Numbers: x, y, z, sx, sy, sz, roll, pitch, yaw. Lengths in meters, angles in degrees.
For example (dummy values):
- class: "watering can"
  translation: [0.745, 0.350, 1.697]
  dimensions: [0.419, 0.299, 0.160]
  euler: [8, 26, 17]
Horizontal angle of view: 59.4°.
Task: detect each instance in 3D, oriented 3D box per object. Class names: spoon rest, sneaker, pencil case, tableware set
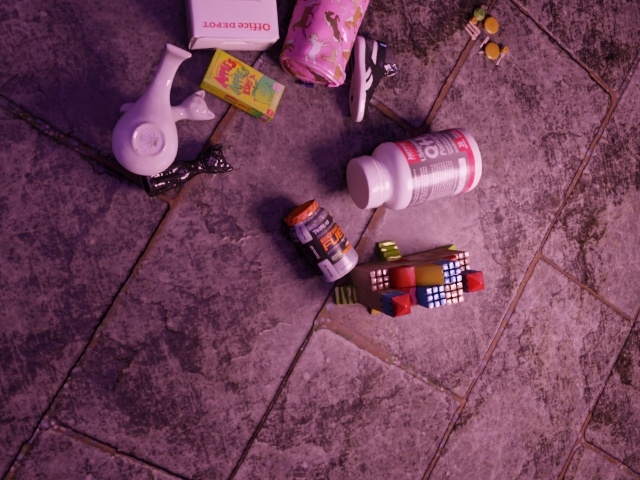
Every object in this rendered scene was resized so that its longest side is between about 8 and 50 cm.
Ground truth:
- class: "spoon rest"
  translation: [-0.350, -0.274, 1.196]
  dimensions: [0.137, 0.084, 0.276]
  euler: [19, 92, -28]
- class: "sneaker"
  translation: [0.143, -0.412, 1.445]
  dimensions: [0.121, 0.079, 0.217]
  euler: [1, 92, -19]
- class: "pencil case"
  translation: [0.035, -0.565, 1.356]
  dimensions: [0.160, 0.167, 0.386]
  euler: [18, 86, 20]
- class: "tableware set"
  translation: [0.473, -0.579, 1.590]
  dimensions: [0.154, 0.024, 0.104]
  euler: [40, 77, -17]

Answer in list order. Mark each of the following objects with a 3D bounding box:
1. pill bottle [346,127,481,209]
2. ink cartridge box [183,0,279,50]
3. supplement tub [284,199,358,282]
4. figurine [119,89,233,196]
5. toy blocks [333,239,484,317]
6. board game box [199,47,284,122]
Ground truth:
- class: "pill bottle"
  translation: [0.235, -0.177, 1.444]
  dimensions: [0.318, 0.176, 0.176]
  euler: [-15, 99, -19]
- class: "ink cartridge box"
  translation: [-0.212, -0.583, 1.283]
  dimensions: [0.198, 0.115, 0.273]
  euler: [-6, 95, -19]
- class: "supplement tub"
  translation: [0.000, 0.000, 1.400]
  dimensions: [0.117, 0.117, 0.190]
  euler: [-39, 106, -14]
- class: "figurine"
  translation: [-0.325, -0.231, 1.289]
  dimensions: [0.209, 0.092, 0.215]
  euler: [-21, 100, -26]
- class: "toy blocks"
  translation: [0.255, 0.100, 1.425]
  dimensions: [0.381, 0.261, 0.191]
  euler: [-11, 97, -20]
- class: "board game box"
  translation: [-0.185, -0.367, 1.337]
  dimensions: [0.181, 0.043, 0.092]
  euler: [25, 73, -20]
